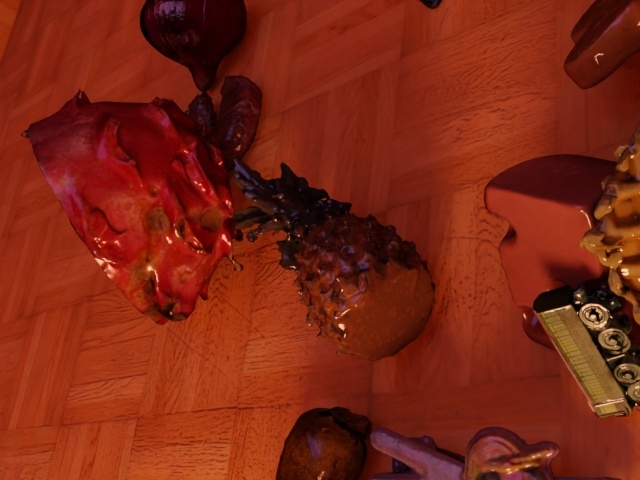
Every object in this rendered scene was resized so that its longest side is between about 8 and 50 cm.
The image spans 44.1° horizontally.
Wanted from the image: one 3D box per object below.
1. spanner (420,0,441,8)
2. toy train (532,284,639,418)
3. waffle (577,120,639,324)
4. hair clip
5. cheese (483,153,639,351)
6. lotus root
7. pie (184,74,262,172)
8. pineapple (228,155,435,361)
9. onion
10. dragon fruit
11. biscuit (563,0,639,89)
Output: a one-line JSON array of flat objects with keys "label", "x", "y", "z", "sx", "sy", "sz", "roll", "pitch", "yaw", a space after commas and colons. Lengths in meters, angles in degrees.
[{"label": "spanner", "x": 0.134, "y": -0.405, "z": 1.212, "sx": 0.046, "sy": 0.012, "sz": 0.208, "roll": -48, "pitch": 42, "yaw": 15}, {"label": "toy train", "x": 0.248, "y": 0.098, "z": 0.702, "sx": 0.070, "sy": 0.148, "sz": 0.038, "roll": -16, "pitch": 28, "yaw": 39}, {"label": "waffle", "x": 0.320, "y": -0.019, "z": 0.653, "sx": 0.214, "sy": 0.207, "sz": 0.054, "roll": -54, "pitch": 10, "yaw": -8}, {"label": "hair clip", "x": 0.149, "y": 0.245, "z": 0.763, "sx": 0.278, "sy": 0.090, "sz": 0.137, "roll": 1, "pitch": 78, "yaw": 48}, {"label": "cheese", "x": 0.237, "y": -0.006, "z": 0.741, "sx": 0.128, "sy": 0.177, "sz": 0.203, "roll": 23, "pitch": 85, "yaw": 51}, {"label": "lotus root", "x": -0.011, "y": 0.283, "z": 0.915, "sx": 0.108, "sy": 0.094, "sz": 0.191, "roll": -127, "pitch": 61, "yaw": -85}, {"label": "pie", "x": -0.188, "y": -0.198, "z": 1.407, "sx": 0.218, "sy": 0.054, "sz": 0.205, "roll": -31, "pitch": 48, "yaw": 32}, {"label": "pineapple", "x": 0.003, "y": -0.001, "z": 1.009, "sx": 0.166, "sy": 0.165, "sz": 0.364, "roll": -54, "pitch": 38, "yaw": 9}, {"label": "onion", "x": -0.224, "y": -0.384, "z": 1.479, "sx": 0.139, "sy": 0.195, "sz": 0.218, "roll": 7, "pitch": 108, "yaw": 48}, {"label": "dragon fruit", "x": -0.256, "y": -0.074, "z": 1.206, "sx": 0.248, "sy": 0.371, "sz": 0.386, "roll": -30, "pitch": 14, "yaw": -2}, {"label": "biscuit", "x": 0.377, "y": -0.296, "z": 0.758, "sx": 0.355, "sy": 0.052, "sz": 0.275, "roll": -47, "pitch": 6, "yaw": 33}]
